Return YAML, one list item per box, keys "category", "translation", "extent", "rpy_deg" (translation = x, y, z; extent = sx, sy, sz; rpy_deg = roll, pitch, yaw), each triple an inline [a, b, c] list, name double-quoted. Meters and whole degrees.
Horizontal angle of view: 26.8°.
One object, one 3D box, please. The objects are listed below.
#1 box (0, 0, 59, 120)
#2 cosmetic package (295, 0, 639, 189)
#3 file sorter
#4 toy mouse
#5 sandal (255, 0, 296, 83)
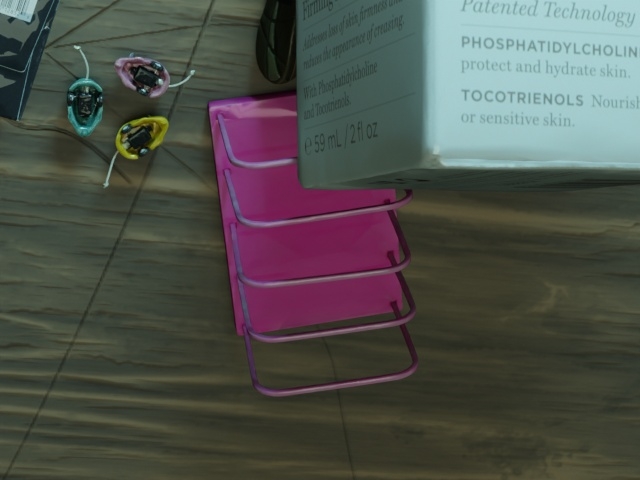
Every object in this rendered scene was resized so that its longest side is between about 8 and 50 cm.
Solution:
- category: "box"
  translation: [-0.388, -0.244, 1.308]
  extent: [0.247, 0.142, 0.163]
  rpy_deg: [16, 110, -19]
- category: "cosmetic package"
  translation: [0.176, -0.247, 1.216]
  extent: [0.327, 0.329, 0.394]
  rpy_deg: [0, 88, -20]
- category: "file sorter"
  translation: [0.000, 0.000, 1.475]
  extent: [0.202, 0.182, 0.291]
  rpy_deg: [-8, 117, -6]
- category: "toy mouse"
  translation: [-0.218, -0.159, 1.442]
  extent: [0.161, 0.031, 0.143]
  rpy_deg: [-38, 116, 8]
- category: "sandal"
  translation: [-0.011, -0.268, 1.402]
  extent: [0.060, 0.090, 0.219]
  rpy_deg: [-1, 112, -34]
